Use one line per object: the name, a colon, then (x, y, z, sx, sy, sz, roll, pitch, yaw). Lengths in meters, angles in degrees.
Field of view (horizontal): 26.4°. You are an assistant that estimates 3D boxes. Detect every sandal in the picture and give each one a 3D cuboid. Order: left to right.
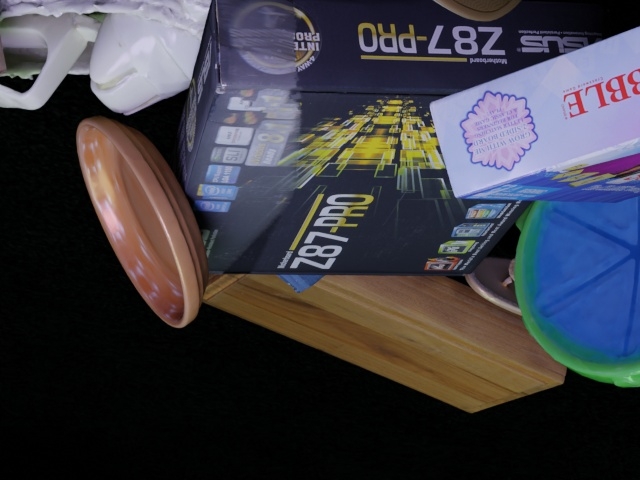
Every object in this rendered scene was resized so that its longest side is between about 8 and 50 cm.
sandal: (0.269, 0.040, 1.451, 0.240, 0.088, 0.079, 19, 124, -26)

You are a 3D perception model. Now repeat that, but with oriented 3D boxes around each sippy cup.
sippy cup: (0.329, 0.041, 1.222, 0.240, 0.306, 0.224, -34, 140, 26)

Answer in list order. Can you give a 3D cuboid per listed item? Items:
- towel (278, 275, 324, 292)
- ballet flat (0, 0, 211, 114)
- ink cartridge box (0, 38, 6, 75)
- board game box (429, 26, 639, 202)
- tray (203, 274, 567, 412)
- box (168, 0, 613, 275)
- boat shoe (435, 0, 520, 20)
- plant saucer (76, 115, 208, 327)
towel: (0.000, 0.000, 1.460, 0.119, 0.029, 0.067, -40, 125, 11)
ballet flat: (-0.203, -0.169, 1.175, 0.408, 0.147, 0.147, 4, 153, 20)
ink cartridge box: (-0.385, -0.215, 1.109, 0.234, 0.088, 0.193, 2, 110, 27)
board game box: (0.278, -0.098, 0.864, 0.318, 0.066, 0.318, -18, 172, 29)
tray: (0.073, 0.092, 1.639, 0.410, 0.076, 0.203, 25, 153, -19)
box: (0.036, -0.076, 1.187, 0.318, 0.097, 0.395, 2, 158, -13)
boat shoe: (0.039, -0.260, 0.906, 0.302, 0.109, 0.098, 34, -172, -37)
plant saucer: (-0.152, -0.020, 1.195, 0.037, 0.200, 0.200, -26, 165, -20)
